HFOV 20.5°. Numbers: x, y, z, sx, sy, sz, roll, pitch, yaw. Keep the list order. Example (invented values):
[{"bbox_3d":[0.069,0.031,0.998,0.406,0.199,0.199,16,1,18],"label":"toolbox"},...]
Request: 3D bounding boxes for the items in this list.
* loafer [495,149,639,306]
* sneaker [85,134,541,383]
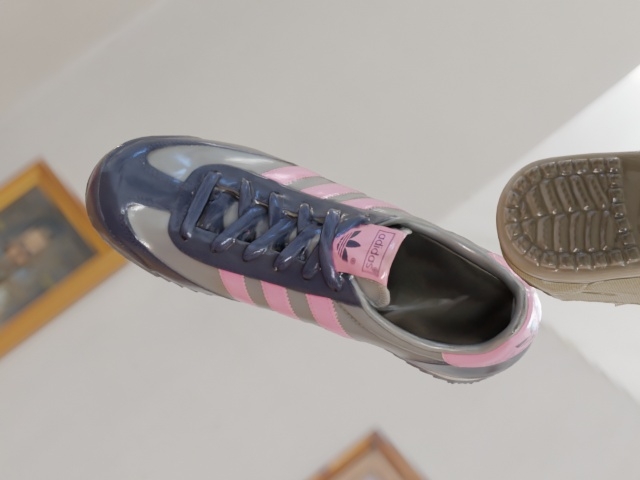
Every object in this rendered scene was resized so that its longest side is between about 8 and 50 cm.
[{"bbox_3d":[0.233,-0.009,1.060,0.092,0.268,0.102,105,-13,-75],"label":"loafer"},{"bbox_3d":[0.000,0.000,1.174,0.319,0.112,0.131,19,-12,-5],"label":"sneaker"}]
